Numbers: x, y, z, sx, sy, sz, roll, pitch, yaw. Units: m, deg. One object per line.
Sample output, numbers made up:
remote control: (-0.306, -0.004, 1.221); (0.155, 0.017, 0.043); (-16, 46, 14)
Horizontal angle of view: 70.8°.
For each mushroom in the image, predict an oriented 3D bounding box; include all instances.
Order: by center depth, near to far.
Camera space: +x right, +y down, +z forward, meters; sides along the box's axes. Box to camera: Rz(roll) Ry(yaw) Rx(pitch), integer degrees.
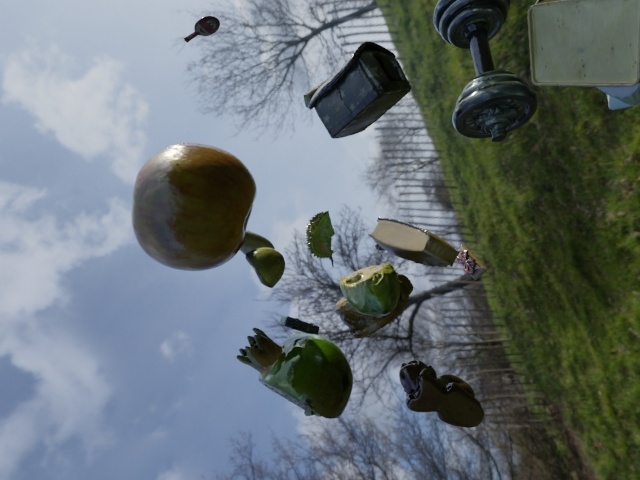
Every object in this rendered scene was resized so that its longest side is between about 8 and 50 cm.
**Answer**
mushroom: (-0.276, 0.013, 1.717); (0.103, 0.118, 0.270); (-53, -31, 4)

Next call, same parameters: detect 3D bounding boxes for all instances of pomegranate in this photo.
pomegranate: (-0.058, 0.364, 1.326); (0.358, 0.310, 0.216); (40, -110, -10)

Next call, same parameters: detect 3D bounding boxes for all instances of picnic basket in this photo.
picnic basket: (0.358, -0.264, 0.579); (0.164, 0.079, 0.115); (33, 146, 54)

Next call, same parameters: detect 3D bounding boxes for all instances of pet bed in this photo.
pet bed: (0.091, -0.379, 1.117); (0.183, 0.211, 0.159); (-26, -97, -44)

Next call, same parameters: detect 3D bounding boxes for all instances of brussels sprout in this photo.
brussels sprout: (0.127, 0.129, 1.107); (0.151, 0.149, 0.122); (-18, -90, -46)

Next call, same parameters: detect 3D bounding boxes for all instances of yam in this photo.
yam: (0.005, -0.598, 1.821); (0.169, 0.068, 0.068); (-40, -55, -21)

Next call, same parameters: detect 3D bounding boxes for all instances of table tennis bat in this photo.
table tennis bat: (-0.455, -0.805, 1.721); (0.019, 0.154, 0.098); (67, -166, 11)

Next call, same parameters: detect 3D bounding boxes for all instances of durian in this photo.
durian: (0.000, 0.000, 1.529); (0.086, 0.100, 0.215); (-90, -4, -60)

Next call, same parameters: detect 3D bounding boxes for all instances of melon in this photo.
melon: (-0.191, 0.083, 1.637); (0.160, 0.128, 0.079); (51, 166, 2)

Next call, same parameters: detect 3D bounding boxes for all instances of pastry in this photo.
pastry: (0.157, 0.177, 1.350); (0.132, 0.235, 0.240); (51, 168, -3)

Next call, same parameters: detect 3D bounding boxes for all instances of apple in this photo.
apple: (-0.361, -0.097, 1.352); (0.400, 0.333, 0.400); (9, -90, -79)

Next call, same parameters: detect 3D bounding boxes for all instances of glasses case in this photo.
glasses case: (0.717, 0.106, 2.215); (0.070, 0.102, 0.193); (34, -160, -40)

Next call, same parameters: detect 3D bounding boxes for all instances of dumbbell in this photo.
dumbbell: (0.361, -0.406, 1.006); (0.179, 0.179, 0.406); (31, -130, -61)

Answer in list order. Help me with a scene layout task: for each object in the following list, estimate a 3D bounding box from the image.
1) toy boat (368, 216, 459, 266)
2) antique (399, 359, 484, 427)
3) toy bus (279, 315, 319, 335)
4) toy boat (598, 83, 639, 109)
toy boat: (0.243, 0.013, 1.189); (0.121, 0.321, 0.089); (34, -95, -26)
antique: (0.340, 0.433, 1.313); (0.143, 0.256, 0.121); (-95, 28, -71)
toy bus: (-0.083, 0.338, 1.787); (0.166, 0.065, 0.047); (26, -108, -34)
toy boat: (0.568, -0.379, 0.863); (0.100, 0.199, 0.290); (-48, -66, -28)
